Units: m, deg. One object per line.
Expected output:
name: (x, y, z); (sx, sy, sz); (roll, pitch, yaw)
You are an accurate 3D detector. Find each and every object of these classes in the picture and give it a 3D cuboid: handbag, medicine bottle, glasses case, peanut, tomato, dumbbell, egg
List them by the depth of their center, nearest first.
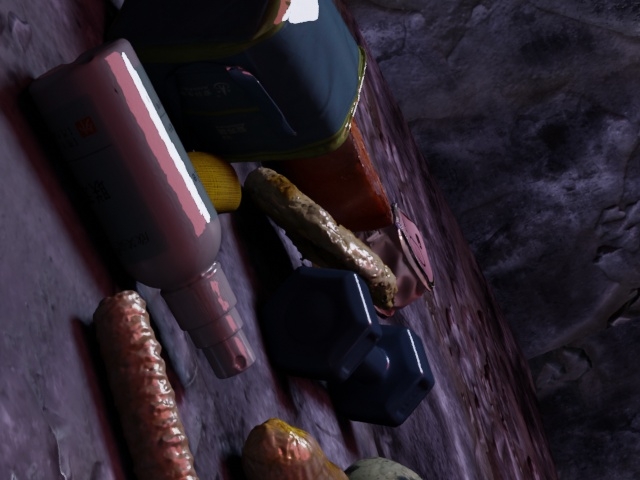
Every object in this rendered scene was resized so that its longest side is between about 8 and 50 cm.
medicine bottle: (-0.161, -0.022, 1.336); (0.110, 0.110, 0.352); (-75, 141, -71)
peanut: (-0.024, 0.262, 1.471); (0.207, 0.087, 0.087); (54, 17, -50)
glasses case: (-0.145, -0.067, 1.605); (0.234, 0.064, 0.079); (-13, 87, -79)
egg: (0.076, 0.340, 1.630); (0.141, 0.141, 0.182); (59, 4, -34)
handbag: (-0.099, -0.234, 1.655); (0.241, 0.263, 0.222); (54, 40, -47)
dumbbell: (0.044, 0.150, 1.829); (0.316, 0.156, 0.144); (46, 54, -59)
tomato: (-0.001, -0.149, 2.188); (0.338, 0.143, 0.338); (-22, 90, -83)
handbag: (0.133, 0.037, 2.483); (0.205, 0.116, 0.179); (40, 29, -63)

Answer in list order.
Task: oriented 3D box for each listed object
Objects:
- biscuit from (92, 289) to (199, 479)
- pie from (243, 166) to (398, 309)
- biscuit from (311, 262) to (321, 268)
biscuit: (-0.152, 0.151, 1.191); (0.061, 0.055, 0.219); (46, 24, -73)
pie: (0.000, 0.000, 1.872); (0.274, 0.055, 0.274); (41, -7, 6)
biscuit: (0.032, 0.104, 2.108); (0.280, 0.043, 0.183); (-11, 82, -82)
